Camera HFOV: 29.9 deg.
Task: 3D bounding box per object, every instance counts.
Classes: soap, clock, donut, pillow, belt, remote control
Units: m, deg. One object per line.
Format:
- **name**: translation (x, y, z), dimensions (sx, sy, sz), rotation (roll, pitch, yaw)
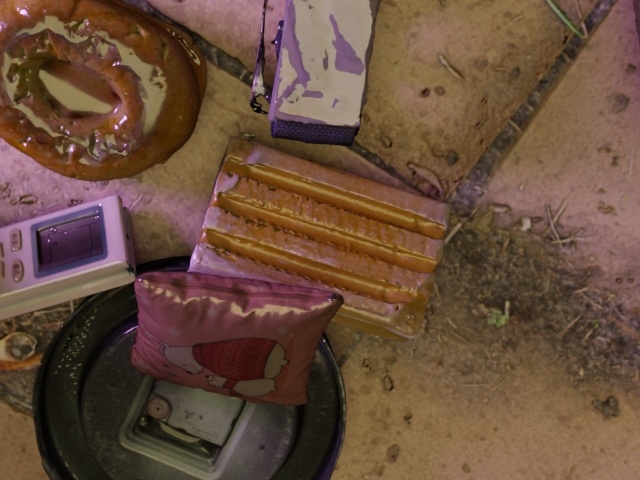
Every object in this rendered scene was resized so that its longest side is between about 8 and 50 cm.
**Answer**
- **soap**: translation (0.000, 0.000, 1.389), dimensions (0.274, 0.089, 0.173), rotation (18, 72, -6)
- **clock**: translation (-0.159, 0.204, 1.485), dimensions (0.386, 0.076, 0.386), rotation (0, 106, -1)
- **donut**: translation (-0.264, -0.172, 1.342), dimensions (0.261, 0.128, 0.208), rotation (20, 106, -5)
- **pillow**: translation (-0.101, 0.110, 1.336), dimensions (0.223, 0.084, 0.236), rotation (8, 147, -6)
- **belt**: translation (-0.006, -0.221, 1.325), dimensions (0.126, 0.139, 0.230), rotation (8, 109, -4)
- **remote control**: translation (-0.358, 0.032, 1.411), dimensions (0.277, 0.103, 0.055), rotation (-16, 145, 4)

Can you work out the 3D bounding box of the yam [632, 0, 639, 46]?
- **yam**: translation (0.434, -0.251, 1.296), dimensions (0.195, 0.195, 0.300), rotation (-14, 105, 3)
